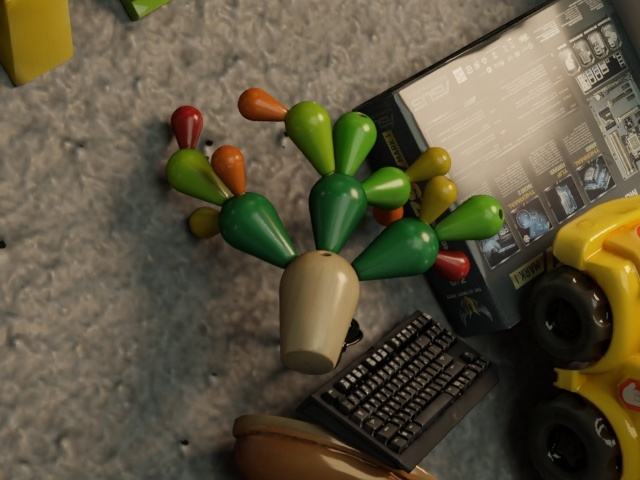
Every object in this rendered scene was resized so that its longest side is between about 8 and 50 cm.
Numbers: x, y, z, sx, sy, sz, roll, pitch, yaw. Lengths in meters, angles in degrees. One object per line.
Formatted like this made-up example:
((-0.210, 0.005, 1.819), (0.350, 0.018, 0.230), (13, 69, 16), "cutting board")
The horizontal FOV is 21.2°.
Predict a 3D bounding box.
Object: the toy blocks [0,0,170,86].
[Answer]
((-0.103, -0.244, 0.987), (0.381, 0.261, 0.191), (-36, 100, -33), "toy blocks")

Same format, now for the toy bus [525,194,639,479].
((0.258, 0.096, 1.146), (0.149, 0.211, 0.220), (-19, 114, -38), "toy bus")

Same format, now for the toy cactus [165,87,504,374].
((0.000, 0.000, 1.078), (0.219, 0.112, 0.180), (15, 60, -9), "toy cactus")

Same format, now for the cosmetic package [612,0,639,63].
((0.315, -0.237, 1.323), (0.224, 0.138, 0.224), (-20, 91, -35), "cosmetic package")

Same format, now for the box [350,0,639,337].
((0.153, -0.063, 1.231), (0.232, 0.059, 0.183), (-32, 98, -33), "box")

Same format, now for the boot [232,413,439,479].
((0.018, 0.258, 1.067), (0.283, 0.109, 0.220), (42, 65, -27), "boot")

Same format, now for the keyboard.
((0.044, 0.084, 1.093), (0.108, 0.023, 0.180), (30, 24, 14), "keyboard")
